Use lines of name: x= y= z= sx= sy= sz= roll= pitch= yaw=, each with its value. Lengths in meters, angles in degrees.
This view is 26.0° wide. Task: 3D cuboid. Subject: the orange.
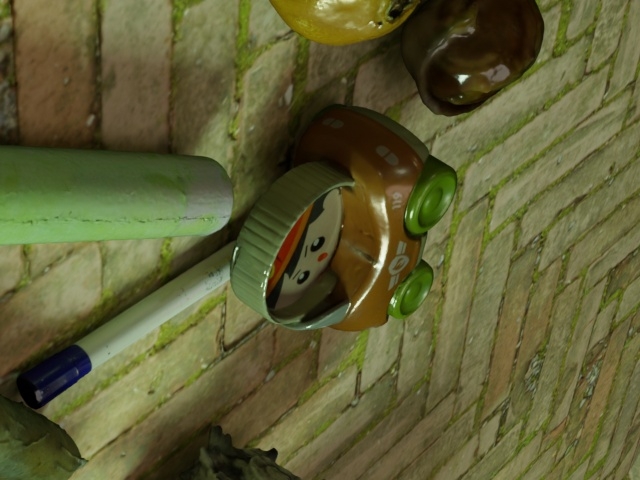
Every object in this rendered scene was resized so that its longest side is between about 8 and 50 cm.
orange: x=0.025 y=-0.232 z=1.142 sx=0.154 sy=0.134 sz=0.155 roll=-39 pitch=152 yaw=-26

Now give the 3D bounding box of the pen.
pen: x=-0.158 y=0.069 z=1.235 sx=0.269 sy=0.033 sz=0.033 roll=-35 pitch=143 yaw=-38

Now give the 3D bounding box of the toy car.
toy car: x=0.000 y=0.000 z=1.307 sx=0.235 sy=0.145 sz=0.235 roll=-38 pitch=146 yaw=-31

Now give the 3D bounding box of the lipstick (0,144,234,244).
lipstick: x=-0.183 y=-0.035 z=1.058 sx=0.304 sy=0.076 sz=0.076 roll=-4 pitch=120 yaw=-58

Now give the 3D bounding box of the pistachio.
pistachio: x=0.163 y=-0.205 z=1.392 sx=0.210 sy=0.130 sz=0.165 roll=-35 pitch=141 yaw=-52

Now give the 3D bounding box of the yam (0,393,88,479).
yam: x=-0.290 y=0.120 z=1.031 sx=0.083 sy=0.083 sz=0.371 roll=-54 pitch=149 yaw=-10

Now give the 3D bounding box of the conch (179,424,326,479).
conch: x=-0.092 y=0.301 z=1.394 sx=0.313 sy=0.241 sz=0.186 roll=-9 pitch=156 yaw=-30
